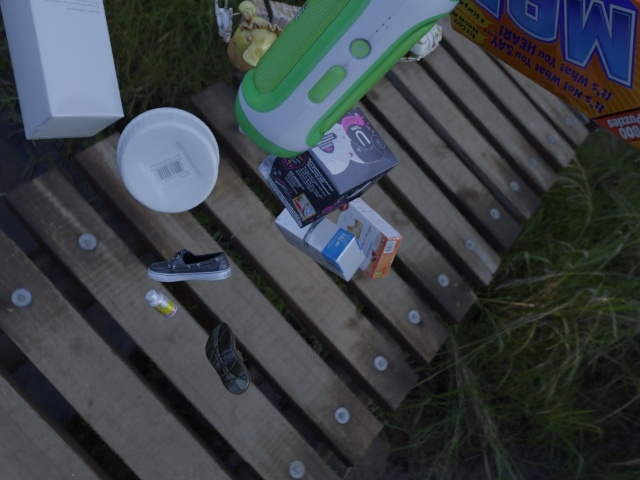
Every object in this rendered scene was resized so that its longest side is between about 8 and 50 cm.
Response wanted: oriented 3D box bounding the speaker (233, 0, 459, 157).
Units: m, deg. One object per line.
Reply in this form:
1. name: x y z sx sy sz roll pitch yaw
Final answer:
1. speaker: 0.024 -0.222 0.658 0.131 0.296 0.131 25 45 -28

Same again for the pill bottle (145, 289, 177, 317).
1. pill bottle: -0.416 0.163 1.522 0.083 0.043 0.043 50 53 -38

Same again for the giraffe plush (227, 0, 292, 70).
1. giraffe plush: -0.109 -0.378 1.180 0.170 0.210 0.181 6 43 -48

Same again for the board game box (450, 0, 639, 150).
1. board game box: 0.386 -0.396 0.647 0.356 0.356 0.356 -31 52 -8

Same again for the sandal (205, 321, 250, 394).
1. sandal: -0.225 0.301 1.472 0.090 0.060 0.219 -42 48 1

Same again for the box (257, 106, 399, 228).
1. box: 0.023 -0.160 1.220 0.163 0.142 0.247 54 40 4

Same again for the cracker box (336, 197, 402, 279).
1. cracker box: 0.141 -0.009 1.835 0.067 0.155 0.232 -5 36 -35

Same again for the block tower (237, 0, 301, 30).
1. block tower: -0.049 -0.570 1.586 0.335 0.097 0.091 5 46 -24

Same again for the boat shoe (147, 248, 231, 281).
1. boat shoe: -0.338 0.058 1.483 0.080 0.228 0.076 -47 134 -62

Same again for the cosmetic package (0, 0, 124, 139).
1. cosmetic package: -0.544 -0.409 1.207 0.155 0.197 0.365 -13 95 -41

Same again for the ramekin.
1. ramekin: -0.406 -0.208 1.575 0.277 0.135 0.277 -6 113 -14

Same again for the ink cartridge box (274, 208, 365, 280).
1. ink cartridge box: 0.000 0.000 1.395 0.191 0.139 0.082 34 79 25

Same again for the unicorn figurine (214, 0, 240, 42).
1. unicorn figurine: -0.259 -0.603 1.580 0.060 0.111 0.162 6 64 -4

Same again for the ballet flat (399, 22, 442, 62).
1. ballet flat: 0.161 -0.390 1.172 0.241 0.091 0.077 -15 42 -25
